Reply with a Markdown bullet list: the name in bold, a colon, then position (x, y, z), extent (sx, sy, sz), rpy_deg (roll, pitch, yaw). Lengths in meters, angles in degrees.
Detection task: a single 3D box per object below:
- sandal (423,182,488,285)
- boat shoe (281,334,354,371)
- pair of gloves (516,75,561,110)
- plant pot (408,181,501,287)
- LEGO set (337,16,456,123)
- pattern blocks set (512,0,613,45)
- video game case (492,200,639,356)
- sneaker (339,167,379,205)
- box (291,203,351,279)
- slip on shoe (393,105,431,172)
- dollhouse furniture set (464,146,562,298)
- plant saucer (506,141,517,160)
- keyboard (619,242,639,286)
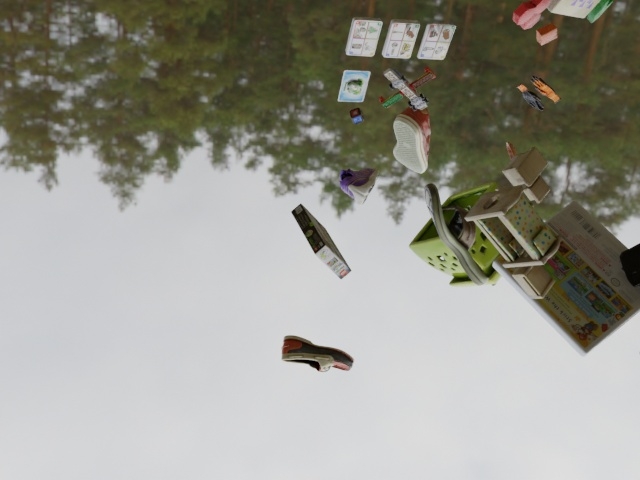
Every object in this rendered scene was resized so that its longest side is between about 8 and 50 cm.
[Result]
- **sandal**: position (0.322, -0.023, 1.842), extent (0.086, 0.303, 0.120), rpy_deg (-31, -148, 12)
- **boat shoe**: position (-0.005, 0.199, 1.343), extent (0.137, 0.049, 0.043), rpy_deg (22, -125, -24)
- **pair of gloves**: position (0.442, -0.299, 1.628), extent (0.074, 0.010, 0.083), rpy_deg (42, 161, -8)
- **plant pot**: position (0.422, 0.001, 2.217), extent (0.228, 0.207, 0.227), rpy_deg (-47, -167, -23)
- **LEGO set**: position (0.125, -0.311, 1.457), extent (0.182, 0.244, 0.060), rpy_deg (0, -127, -10)
- **pattern blocks set**: position (0.511, -0.493, 1.528), extent (0.026, 0.285, 0.324), rpy_deg (54, -151, 19)
- **video game case**: position (0.457, 0.062, 1.417), extent (0.206, 0.026, 0.227), rpy_deg (-34, -114, -15)
- **sneaker**: position (0.073, -0.123, 1.593), extent (0.071, 0.068, 0.170), rpy_deg (32, -167, 0)
- **box**: position (0.000, 0.000, 1.987), extent (0.036, 0.114, 0.207), rpy_deg (-40, -144, 7)
- **slip on shoe**: position (0.287, -0.303, 2.423), extent (0.123, 0.331, 0.101), rpy_deg (32, -106, 20)
- **dollhouse furniture set**: position (0.352, -0.030, 1.252), extent (0.161, 0.182, 0.101), rpy_deg (-49, -164, -22)
- **plant saucer**: position (0.544, -0.240, 2.253), extent (0.013, 0.084, 0.083), rpy_deg (-21, -157, 8)
- **keyboard**: position (0.600, 0.025, 1.331), extent (0.038, 0.192, 0.100), rpy_deg (23, -132, -35)
